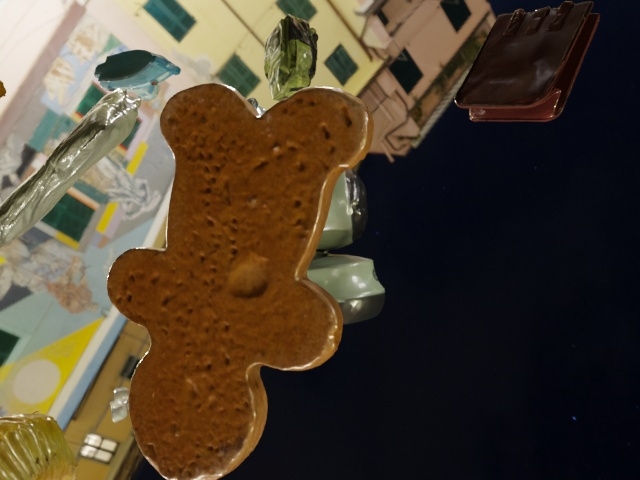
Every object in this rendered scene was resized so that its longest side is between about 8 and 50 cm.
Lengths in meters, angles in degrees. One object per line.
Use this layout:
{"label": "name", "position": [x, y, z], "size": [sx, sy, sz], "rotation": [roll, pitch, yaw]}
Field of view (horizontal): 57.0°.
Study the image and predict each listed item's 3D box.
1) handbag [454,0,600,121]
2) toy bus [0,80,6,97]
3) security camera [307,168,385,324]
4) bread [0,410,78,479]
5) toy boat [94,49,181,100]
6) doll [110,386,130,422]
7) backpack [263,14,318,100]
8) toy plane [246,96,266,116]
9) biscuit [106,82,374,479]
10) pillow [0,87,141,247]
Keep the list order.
{"label": "handbag", "position": [0.458, -0.398, 1.322], "size": [0.260, 0.084, 0.276], "rotation": [14, -105, 54]}
{"label": "toy bus", "position": [-0.512, -0.179, 0.750], "size": [0.114, 0.098, 0.201], "rotation": [20, -122, 26]}
{"label": "security camera", "position": [0.000, 0.000, 1.001], "size": [0.191, 0.197, 0.277], "rotation": [-8, -92, 6]}
{"label": "bread", "position": [-0.509, 0.385, 0.938], "size": [0.139, 0.240, 0.240], "rotation": [38, -91, 15]}
{"label": "toy boat", "position": [-0.413, -0.379, 1.357], "size": [0.215, 0.102, 0.088], "rotation": [-1, -111, 26]}
{"label": "doll", "position": [-0.273, 0.251, 1.072], "size": [0.217, 0.085, 0.183], "rotation": [-28, -174, -14]}
{"label": "backpack", "position": [-0.094, -0.562, 1.865], "size": [0.207, 0.140, 0.253], "rotation": [-36, -128, 56]}
{"label": "toy plane", "position": [-0.134, -0.201, 1.161], "size": [0.117, 0.245, 0.245], "rotation": [-38, -138, 5]}
{"label": "biscuit", "position": [-0.075, 0.033, 0.477], "size": [0.205, 0.049, 0.324], "rotation": [9, -93, 18]}
{"label": "pillow", "position": [-0.301, -0.075, 0.673], "size": [0.229, 0.050, 0.148], "rotation": [-42, -164, 13]}
